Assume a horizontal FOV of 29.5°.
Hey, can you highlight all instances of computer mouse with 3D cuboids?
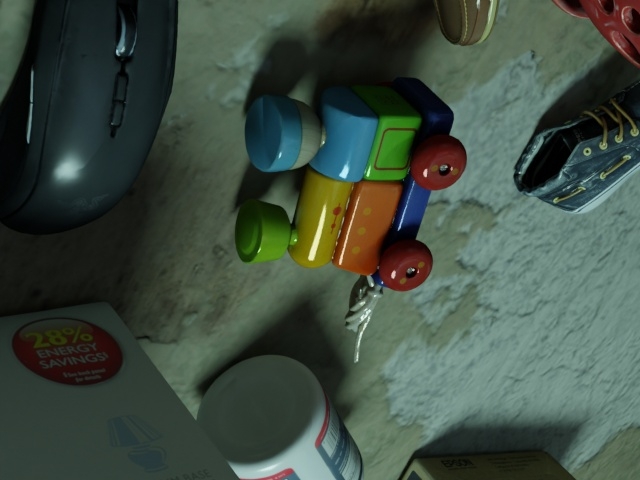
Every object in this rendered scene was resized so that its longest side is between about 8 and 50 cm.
[{"bbox_3d":[-0.154,-0.109,0.705,0.184,0.060,0.262,7,117,-44],"label":"computer mouse"}]

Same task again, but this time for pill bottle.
[{"bbox_3d":[-0.024,0.185,1.019,0.108,0.108,0.180,-38,139,-10],"label":"pill bottle"}]

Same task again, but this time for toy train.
[{"bbox_3d":[0.000,0.000,0.902,0.143,0.105,0.248,-1,123,-28],"label":"toy train"}]

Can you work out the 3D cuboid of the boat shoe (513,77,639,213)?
[{"bbox_3d":[0.249,-0.093,1.037,0.083,0.065,0.183,11,130,-43],"label":"boat shoe"}]

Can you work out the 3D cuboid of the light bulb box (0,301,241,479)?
[{"bbox_3d":[-0.274,0.265,0.778,0.358,0.225,0.361,-7,127,-37],"label":"light bulb box"}]

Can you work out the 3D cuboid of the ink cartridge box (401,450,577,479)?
[{"bbox_3d":[0.157,0.327,1.303,0.235,0.088,0.193,8,118,-44],"label":"ink cartridge box"}]

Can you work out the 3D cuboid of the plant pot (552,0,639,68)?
[{"bbox_3d":[0.271,-0.217,0.892,0.191,0.174,0.191,-22,133,-25],"label":"plant pot"}]

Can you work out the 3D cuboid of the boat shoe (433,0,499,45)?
[{"bbox_3d":[0.081,-0.211,0.826,0.060,0.064,0.178,-24,129,-17],"label":"boat shoe"}]
